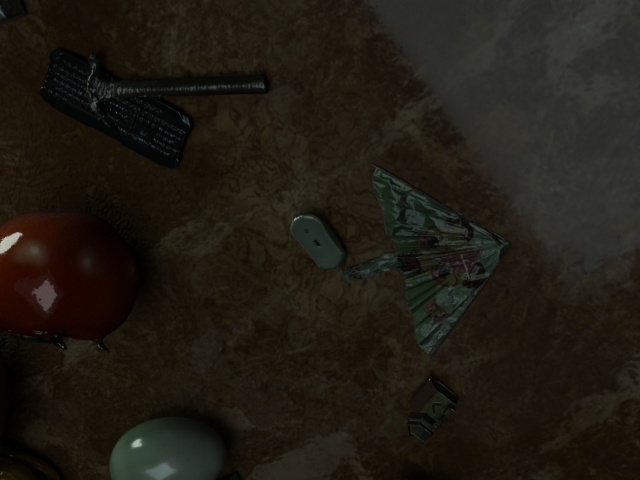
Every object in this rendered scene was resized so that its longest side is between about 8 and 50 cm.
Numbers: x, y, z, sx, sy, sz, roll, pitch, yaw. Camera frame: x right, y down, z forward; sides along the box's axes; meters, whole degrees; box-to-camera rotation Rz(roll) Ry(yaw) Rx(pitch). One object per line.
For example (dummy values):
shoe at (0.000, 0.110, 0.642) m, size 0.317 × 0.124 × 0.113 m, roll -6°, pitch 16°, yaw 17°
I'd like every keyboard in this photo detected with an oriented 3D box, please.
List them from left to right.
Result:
keyboard at (-0.325, -0.210, 1.765) m, size 0.262 × 0.016 × 0.106 m, roll 28°, pitch 117°, yaw 9°

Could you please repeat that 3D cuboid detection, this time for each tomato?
tomato at (-0.417, 0.063, 1.778) m, size 0.255 × 0.256 × 0.225 m, roll 4°, pitch 94°, yaw 19°

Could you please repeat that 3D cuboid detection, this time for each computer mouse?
computer mouse at (0.000, 0.000, 1.715) m, size 0.056 × 0.032 × 0.110 m, roll -28°, pitch 108°, yaw 28°

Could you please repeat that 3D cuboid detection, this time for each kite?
kite at (0.157, 0.031, 1.678) m, size 0.267 × 0.013 × 0.323 m, roll -9°, pitch 106°, yaw 23°

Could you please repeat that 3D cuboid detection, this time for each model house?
model house at (0.166, 0.264, 1.738) m, size 0.058 × 0.057 × 0.083 m, roll 38°, pitch 120°, yaw -2°

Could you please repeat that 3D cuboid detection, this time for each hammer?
hammer at (-0.220, -0.233, 1.701) m, size 0.297 × 0.027 × 0.125 m, roll -2°, pitch 99°, yaw 15°

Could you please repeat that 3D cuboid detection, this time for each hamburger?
hamburger at (-0.583, 0.486, 2.074) m, size 0.213 × 0.108 × 0.214 m, roll 7°, pitch 113°, yaw 17°

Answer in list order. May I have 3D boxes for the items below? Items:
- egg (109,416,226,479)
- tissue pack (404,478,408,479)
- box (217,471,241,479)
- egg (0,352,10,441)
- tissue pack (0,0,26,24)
egg at (-0.256, 0.374, 1.885) m, size 0.209 × 0.151 × 0.151 m, roll -13°, pitch 105°, yaw 19°
tissue pack at (0.233, 0.594, 1.763) m, size 0.375 × 0.195 × 0.390 m, roll 21°, pitch 116°, yaw 5°
box at (-0.201, 0.520, 1.981) m, size 0.229 × 0.041 × 0.162 m, roll -28°, pitch 97°, yaw 27°
egg at (-0.695, 0.294, 1.926) m, size 0.301 × 0.301 × 0.374 m, roll 15°, pitch 94°, yaw 15°
tissue pack at (-0.556, -0.385, 1.759) m, size 0.155 × 0.065 × 0.116 m, roll -13°, pitch 104°, yaw 27°
